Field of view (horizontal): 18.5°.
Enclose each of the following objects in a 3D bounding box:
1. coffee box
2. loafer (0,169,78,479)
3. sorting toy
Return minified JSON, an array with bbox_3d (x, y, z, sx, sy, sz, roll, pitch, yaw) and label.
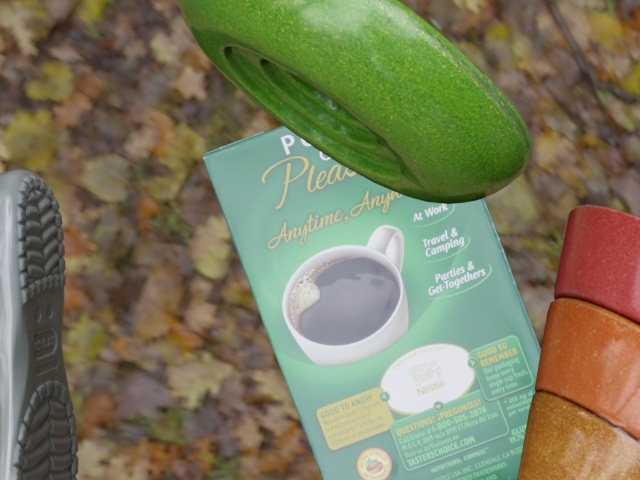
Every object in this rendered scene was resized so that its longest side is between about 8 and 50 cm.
[{"bbox_3d":[0.031,0.028,0.869,0.113,0.040,0.184,-22,85,4],"label":"coffee box"},{"bbox_3d":[-0.195,0.086,1.125,0.087,0.094,0.251,0,88,16],"label":"loafer"},{"bbox_3d":[0.000,0.000,0.606,0.365,0.127,0.126,36,82,-12],"label":"sorting toy"}]
